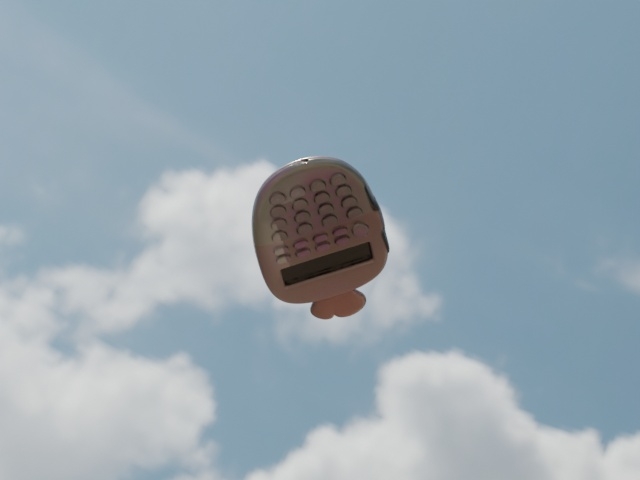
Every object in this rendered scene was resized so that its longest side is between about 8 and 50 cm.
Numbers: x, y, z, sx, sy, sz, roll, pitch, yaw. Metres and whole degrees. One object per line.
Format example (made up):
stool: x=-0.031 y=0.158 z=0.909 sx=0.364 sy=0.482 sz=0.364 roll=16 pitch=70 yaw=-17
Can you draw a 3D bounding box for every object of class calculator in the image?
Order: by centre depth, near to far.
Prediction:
calculator: x=0.000 y=0.000 z=1.491 sx=0.103 sy=0.024 sz=0.166 roll=-17 pitch=-47 yaw=-3
